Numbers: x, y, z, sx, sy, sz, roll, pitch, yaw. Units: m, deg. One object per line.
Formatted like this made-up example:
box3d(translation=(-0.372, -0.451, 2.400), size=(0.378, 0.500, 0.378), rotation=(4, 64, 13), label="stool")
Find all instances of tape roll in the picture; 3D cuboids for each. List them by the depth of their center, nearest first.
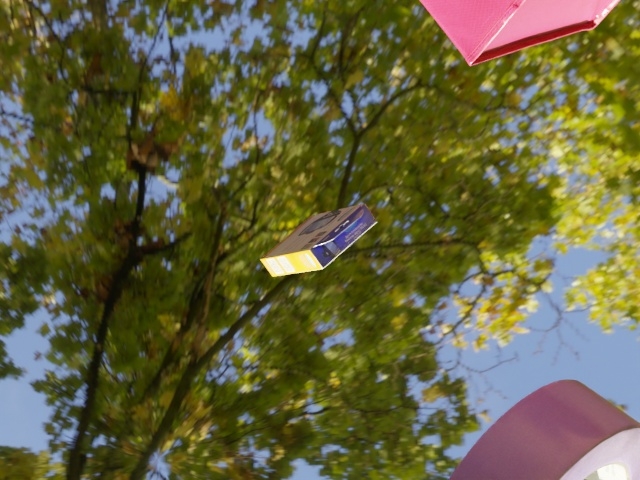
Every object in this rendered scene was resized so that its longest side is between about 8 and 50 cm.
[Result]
box3d(translation=(0.225, 0.282, 1.182), size=(0.275, 0.275, 0.090), rotation=(-45, -127, -13), label="tape roll")

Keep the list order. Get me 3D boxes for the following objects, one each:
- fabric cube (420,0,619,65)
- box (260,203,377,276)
box3d(translation=(0.221, -0.380, 1.211), size=(0.254, 0.259, 0.258), rotation=(-23, -109, -43), label="fabric cube")
box3d(translation=(0.000, 0.000, 1.176), size=(0.081, 0.136, 0.028), rotation=(-40, -75, -24), label="box")
